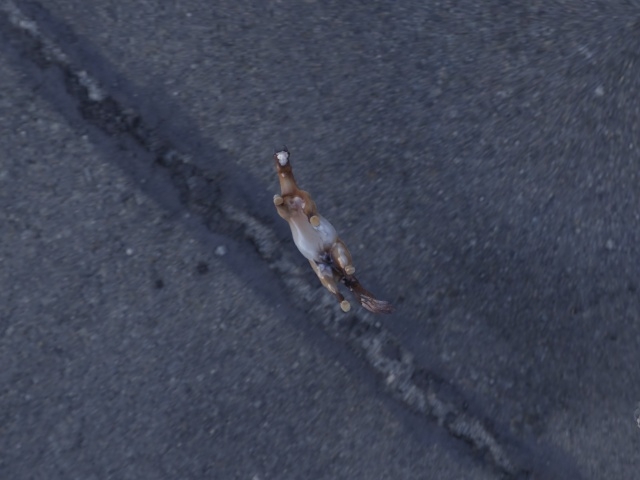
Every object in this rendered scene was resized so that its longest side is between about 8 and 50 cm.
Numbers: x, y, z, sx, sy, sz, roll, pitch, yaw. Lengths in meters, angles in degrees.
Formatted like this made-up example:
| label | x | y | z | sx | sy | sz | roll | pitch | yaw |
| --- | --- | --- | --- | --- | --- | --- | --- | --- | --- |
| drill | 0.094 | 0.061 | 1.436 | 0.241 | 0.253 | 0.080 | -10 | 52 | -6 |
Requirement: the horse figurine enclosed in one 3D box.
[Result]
| label | x | y | z | sx | sy | sz | roll | pitch | yaw |
| --- | --- | --- | --- | --- | --- | --- | --- | --- | --- |
| horse figurine | 0.000 | 0.000 | 1.575 | 0.066 | 0.174 | 0.263 | -34 | 103 | 2 |

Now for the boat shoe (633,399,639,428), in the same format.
| label | x | y | z | sx | sy | sz | roll | pitch | yaw |
| --- | --- | --- | --- | --- | --- | --- | --- | --- | --- |
| boat shoe | 0.300 | 0.071 | 0.473 | 0.335 | 0.112 | 0.095 | -13 | 53 | 28 |
